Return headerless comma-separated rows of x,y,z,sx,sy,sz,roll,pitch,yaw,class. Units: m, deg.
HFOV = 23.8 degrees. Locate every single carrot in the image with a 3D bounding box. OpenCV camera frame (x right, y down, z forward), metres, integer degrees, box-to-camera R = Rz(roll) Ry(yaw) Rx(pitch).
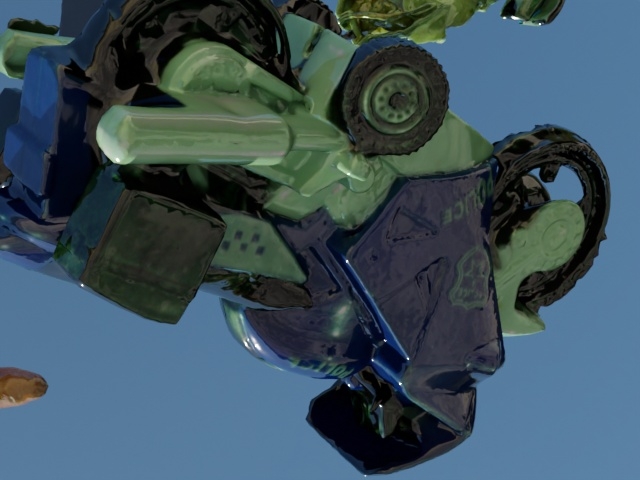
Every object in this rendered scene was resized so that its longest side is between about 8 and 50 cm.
-0.311,0.117,1.138,0.043,0.248,0.043,-8,-90,-68,carrot

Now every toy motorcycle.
0.000,0.000,0.687,0.331,0.125,0.196,19,-80,-40,toy motorcycle

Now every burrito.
0.111,-0.162,0.897,0.288,0.104,0.054,-33,-56,-49,burrito

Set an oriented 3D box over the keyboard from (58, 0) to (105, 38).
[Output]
-0.177,-0.185,1.179,0.015,0.074,0.196,9,-99,-42,keyboard
